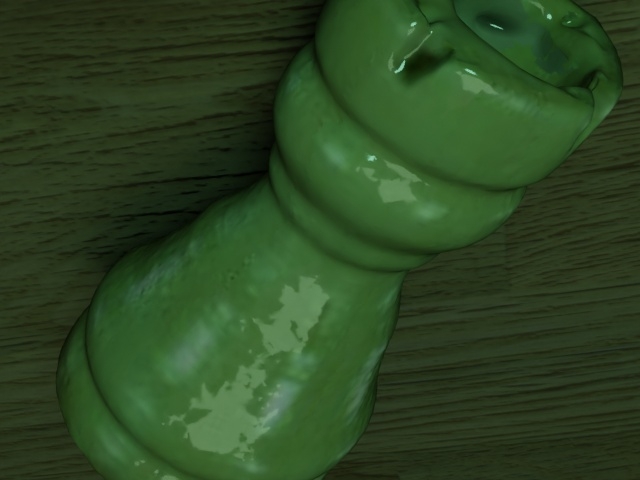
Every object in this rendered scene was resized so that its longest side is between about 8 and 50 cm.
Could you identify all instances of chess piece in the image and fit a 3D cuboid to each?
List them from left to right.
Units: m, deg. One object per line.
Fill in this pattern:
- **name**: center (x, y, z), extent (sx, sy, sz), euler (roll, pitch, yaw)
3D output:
- **chess piece**: center (0.000, 0.000, 0.819), extent (0.234, 0.234, 0.442), euler (19, 132, -21)
